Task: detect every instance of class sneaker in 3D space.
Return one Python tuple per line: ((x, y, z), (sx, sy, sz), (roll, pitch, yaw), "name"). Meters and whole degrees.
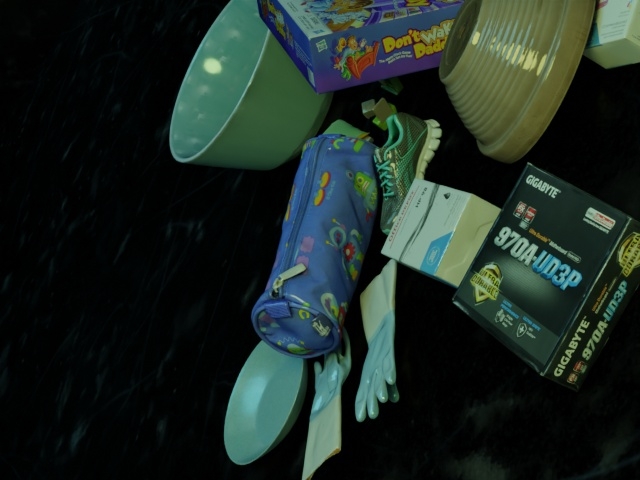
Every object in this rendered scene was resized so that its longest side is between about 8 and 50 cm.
((0.095, -0.089, 1.750), (0.065, 0.076, 0.166), (-17, 52, 59), "sneaker")

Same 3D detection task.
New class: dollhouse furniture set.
((0.050, -0.176, 1.888), (0.076, 0.058, 0.151), (34, 80, 39), "dollhouse furniture set")

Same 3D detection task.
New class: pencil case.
((0.000, 0.000, 1.757), (0.119, 0.133, 0.306), (-1, 54, 27), "pencil case")

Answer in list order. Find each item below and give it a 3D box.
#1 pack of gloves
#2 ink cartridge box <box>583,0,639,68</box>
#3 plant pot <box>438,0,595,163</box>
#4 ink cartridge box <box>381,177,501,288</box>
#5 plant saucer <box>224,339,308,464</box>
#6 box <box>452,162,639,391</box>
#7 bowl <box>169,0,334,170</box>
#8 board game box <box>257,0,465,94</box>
((0.051, 0.164, 1.667), (0.195, 0.046, 0.232), (-52, 20, 35), "pack of gloves")
((0.332, -0.253, 1.464), (0.088, 0.052, 0.122), (-4, 63, 63), "ink cartridge box")
((0.206, -0.214, 1.545), (0.237, 0.110, 0.237), (-160, 90, -81), "plant pot")
((0.136, -0.010, 1.616), (0.104, 0.060, 0.180), (-66, 25, -1), "ink cartridge box")
((-0.064, 0.212, 1.831), (0.195, 0.037, 0.195), (-44, 32, 36), "plant saucer")
((0.235, 0.032, 1.394), (0.175, 0.051, 0.220), (-61, 25, 7), "box")
((-0.092, -0.232, 2.145), (0.311, 0.163, 0.311), (-44, 32, 36), "bowl")
((0.059, -0.313, 1.850), (0.347, 0.233, 0.078), (-121, 20, -61), "board game box")
